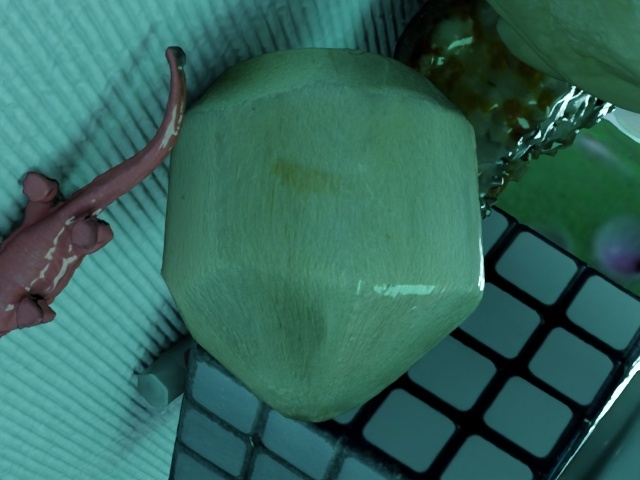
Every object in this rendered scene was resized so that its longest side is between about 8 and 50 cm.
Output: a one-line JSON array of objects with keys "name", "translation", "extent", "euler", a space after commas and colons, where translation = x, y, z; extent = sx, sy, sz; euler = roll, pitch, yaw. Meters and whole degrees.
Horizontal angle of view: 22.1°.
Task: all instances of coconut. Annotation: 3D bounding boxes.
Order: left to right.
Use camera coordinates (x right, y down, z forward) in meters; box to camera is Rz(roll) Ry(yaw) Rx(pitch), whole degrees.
[{"name": "coconut", "translation": [0.000, 0.000, 1.201], "extent": [0.237, 0.237, 0.266], "euler": [16, 72, -73]}]

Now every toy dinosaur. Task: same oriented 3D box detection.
[{"name": "toy dinosaur", "translation": [-0.170, -0.011, 1.142], "extent": [0.286, 0.070, 0.139], "euler": [-52, 175, 3]}]

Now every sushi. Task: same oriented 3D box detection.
[{"name": "sushi", "translation": [0.216, -0.191, 1.495], "extent": [0.417, 0.176, 0.417], "euler": [-43, 164, -15]}]

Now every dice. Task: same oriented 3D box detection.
[{"name": "dice", "translation": [0.277, 0.041, 1.975], "extent": [0.330, 0.322, 0.318], "euler": [-45, 165, -3]}]

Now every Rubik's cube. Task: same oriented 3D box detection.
[{"name": "Rubik's cube", "translation": [0.079, 0.174, 1.640], "extent": [0.337, 0.343, 0.344], "euler": [-50, 165, -35]}]

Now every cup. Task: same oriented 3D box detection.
[{"name": "cup", "translation": [0.363, 0.255, 1.785], "extent": [0.347, 0.163, 0.347], "euler": [-51, 167, -16]}]

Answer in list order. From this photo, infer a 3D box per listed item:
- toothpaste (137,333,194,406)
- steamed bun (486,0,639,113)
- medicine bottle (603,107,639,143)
[{"name": "toothpaste", "translation": [-0.107, 0.099, 1.618], "extent": [0.194, 0.043, 0.067], "euler": [-40, 160, -45]}, {"name": "steamed bun", "translation": [0.231, -0.223, 1.119], "extent": [0.339, 0.352, 0.247], "euler": [-40, 154, -37]}, {"name": "medicine bottle", "translation": [0.450, -0.146, 2.304], "extent": [0.152, 0.152, 0.254], "euler": [-43, 165, -17]}]
